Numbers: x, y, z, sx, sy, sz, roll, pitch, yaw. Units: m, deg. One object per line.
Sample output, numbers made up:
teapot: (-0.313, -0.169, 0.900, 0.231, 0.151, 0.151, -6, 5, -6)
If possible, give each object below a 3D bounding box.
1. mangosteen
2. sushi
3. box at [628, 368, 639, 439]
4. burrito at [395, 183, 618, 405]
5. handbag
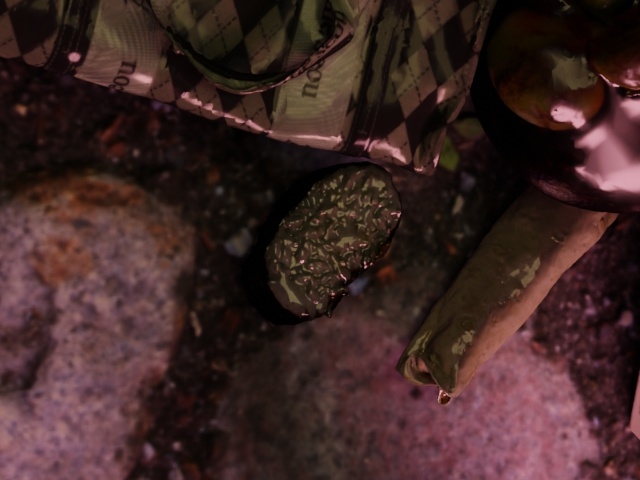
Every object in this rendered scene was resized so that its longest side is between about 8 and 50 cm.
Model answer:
mangosteen: (0.247, -0.168, 1.518, 0.287, 0.288, 0.233, 16, 38, -21)
sushi: (0.000, 0.000, 1.523, 0.090, 0.078, 0.150, 40, 72, -8)
box: (0.368, 0.029, 1.563, 0.200, 0.343, 0.065, -27, 52, -24)
burrito: (0.165, 0.031, 1.602, 0.082, 0.059, 0.275, 41, 69, -2)
handbag: (-0.047, -0.250, 1.426, 0.416, 0.180, 0.317, 16, 113, -22)
